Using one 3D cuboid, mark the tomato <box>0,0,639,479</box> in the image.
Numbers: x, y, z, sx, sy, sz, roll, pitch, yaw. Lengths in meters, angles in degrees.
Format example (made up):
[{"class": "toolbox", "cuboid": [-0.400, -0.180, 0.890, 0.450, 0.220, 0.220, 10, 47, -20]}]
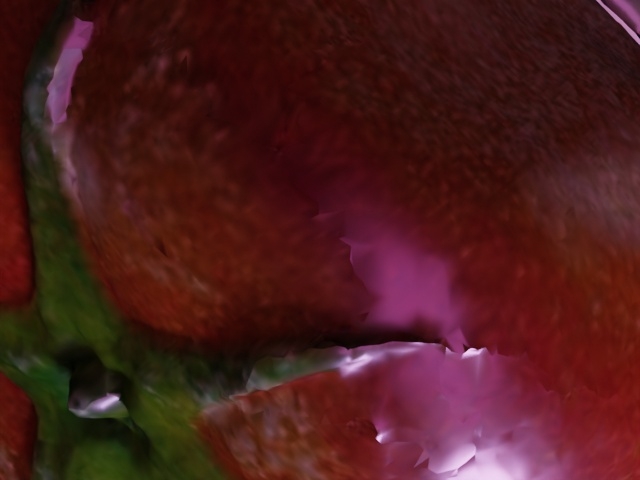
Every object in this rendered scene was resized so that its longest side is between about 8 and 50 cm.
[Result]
[{"class": "tomato", "cuboid": [0.000, 0.000, 0.660, 0.239, 0.303, 0.303, -37, 128, -40]}]
